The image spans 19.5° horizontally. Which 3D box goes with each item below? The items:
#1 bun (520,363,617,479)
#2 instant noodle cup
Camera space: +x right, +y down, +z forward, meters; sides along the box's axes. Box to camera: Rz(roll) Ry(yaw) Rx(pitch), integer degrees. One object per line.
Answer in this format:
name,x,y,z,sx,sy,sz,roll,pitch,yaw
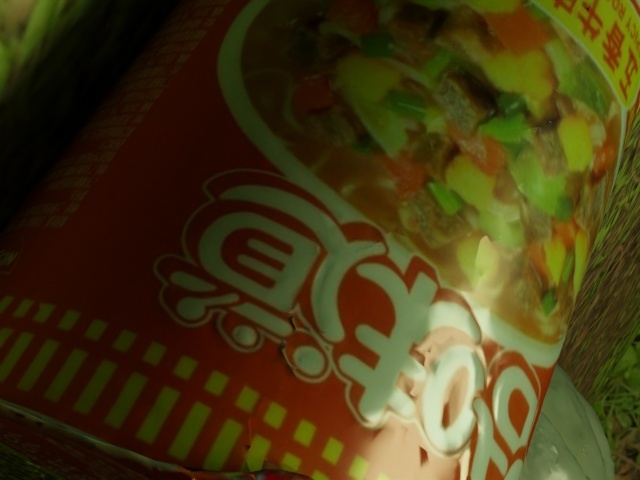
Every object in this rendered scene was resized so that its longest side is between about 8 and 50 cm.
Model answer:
bun,0.060,0.206,0.912,0.354,0.194,0.354,5,90,-80
instant noodle cup,0.000,0.000,0.530,0.212,0.193,0.193,-62,167,-21
